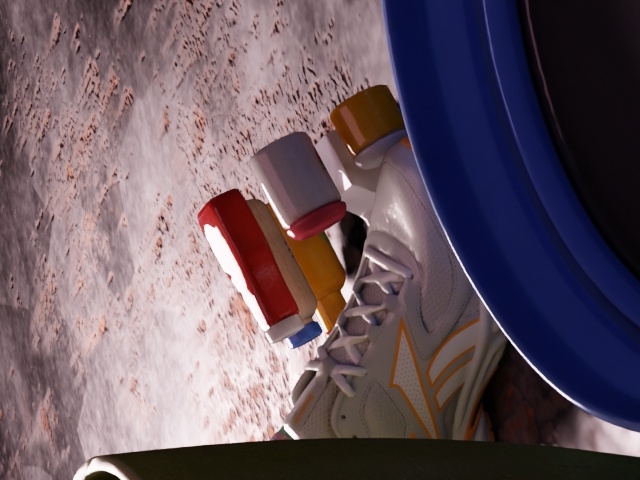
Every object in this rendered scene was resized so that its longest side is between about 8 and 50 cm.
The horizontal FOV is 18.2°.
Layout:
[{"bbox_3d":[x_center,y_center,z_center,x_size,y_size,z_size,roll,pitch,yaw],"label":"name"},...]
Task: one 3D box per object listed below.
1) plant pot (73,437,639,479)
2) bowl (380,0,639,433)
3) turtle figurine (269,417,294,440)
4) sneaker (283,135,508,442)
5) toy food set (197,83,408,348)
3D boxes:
[{"bbox_3d":[0.061,0.203,0.943,0.275,0.294,0.274,168,90,-68],"label":"plant pot"},{"bbox_3d":[0.144,-0.111,0.882,0.391,0.077,0.391,169,90,-67],"label":"bowl"},{"bbox_3d":[-0.009,0.202,1.352,0.234,0.118,0.175,110,142,-61],"label":"turtle figurine"},{"bbox_3d":[0.038,0.069,1.157,0.099,0.121,0.262,39,135,56],"label":"sneaker"},{"bbox_3d":[0.000,0.000,1.237,0.104,0.111,0.232,62,154,8],"label":"toy food set"}]
